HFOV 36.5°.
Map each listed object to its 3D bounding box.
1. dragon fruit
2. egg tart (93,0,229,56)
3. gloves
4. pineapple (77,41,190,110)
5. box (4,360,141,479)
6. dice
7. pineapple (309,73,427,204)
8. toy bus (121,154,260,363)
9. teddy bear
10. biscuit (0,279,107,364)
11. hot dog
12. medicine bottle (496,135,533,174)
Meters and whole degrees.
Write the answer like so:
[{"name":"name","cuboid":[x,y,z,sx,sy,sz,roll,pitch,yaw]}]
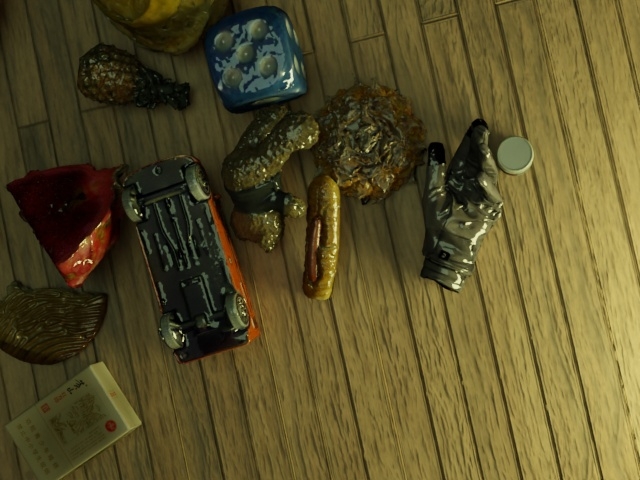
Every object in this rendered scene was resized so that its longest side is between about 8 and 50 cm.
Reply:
[{"name":"dragon fruit","cuboid":[-0.394,-0.037,1.666,0.211,0.134,0.262,-35,47,-5]},{"name":"egg tart","cuboid":[-0.296,-0.459,1.598,0.341,0.129,0.341,18,124,29]},{"name":"gloves","cuboid":[0.219,-0.057,1.560,0.142,0.119,0.286,18,107,11]},{"name":"pineapple","cuboid":[-0.317,-0.269,1.678,0.197,0.108,0.108,18,93,-3]},{"name":"box","cuboid":[-0.435,0.324,1.710,0.201,0.058,0.141,-37,83,9]},{"name":"dice","cuboid":[-0.103,-0.294,1.605,0.143,0.146,0.146,-16,86,9]},{"name":"pineapple","cuboid":[0.073,-0.164,1.607,0.224,0.076,0.225,0,88,11]},{"name":"toy bus","cuboid":[-0.210,0.027,1.621,0.143,0.153,0.329,-19,88,12]},{"name":"teddy bear","cuboid":[-0.102,-0.106,1.602,0.129,0.182,0.251,-1,112,-30]},{"name":"biscuit","cuboid":[-0.490,0.134,1.735,0.228,0.031,0.176,-33,85,10]},{"name":"hot dog","cuboid":[0.000,0.000,1.602,0.066,0.047,0.216,17,111,33]},{"name":"medicine bottle","cuboid":[0.310,-0.134,1.550,0.058,0.091,0.058,0,89,11]}]
